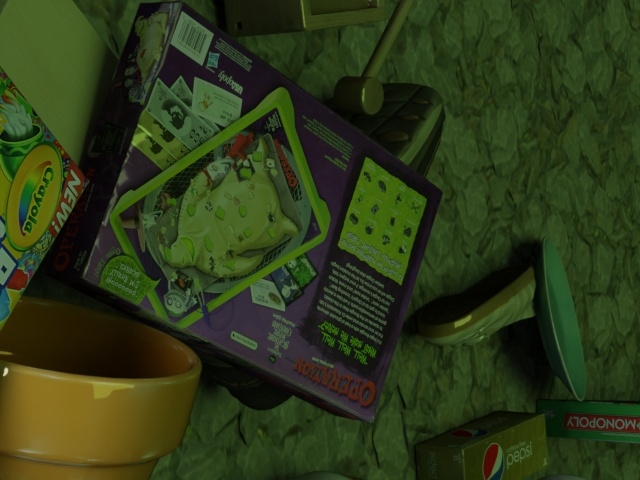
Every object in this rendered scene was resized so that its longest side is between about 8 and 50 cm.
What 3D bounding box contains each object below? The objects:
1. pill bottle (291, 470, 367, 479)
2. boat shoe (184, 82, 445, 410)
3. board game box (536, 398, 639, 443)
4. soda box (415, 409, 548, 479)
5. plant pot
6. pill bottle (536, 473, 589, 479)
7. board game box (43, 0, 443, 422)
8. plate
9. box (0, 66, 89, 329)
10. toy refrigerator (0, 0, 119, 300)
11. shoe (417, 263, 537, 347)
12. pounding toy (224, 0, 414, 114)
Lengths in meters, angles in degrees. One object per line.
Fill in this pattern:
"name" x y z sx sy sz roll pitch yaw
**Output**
"pill bottle" 0.027 0.269 1.478 0.215 0.117 0.117 25 70 -53
"boat shoe" 0.000 0.000 1.453 0.355 0.132 0.130 -50 140 -31
"board game box" 0.421 0.213 1.963 0.317 0.213 0.046 8 83 -54
"soda box" 0.171 0.224 1.737 0.181 0.058 0.061 -12 99 -55
"plant pot" -0.197 0.150 1.105 0.205 0.205 0.188 1 104 -55
"pill bottle" 0.245 0.365 1.792 0.208 0.119 0.119 -58 134 -37
"board game box" -0.042 -0.010 1.255 0.347 0.056 0.208 33 67 -47
"plate" 0.263 0.089 1.862 0.188 0.024 0.188 -13 90 -74
"box" -0.324 -0.017 0.922 0.279 0.177 0.290 56 47 -40
"toy refrigerator" -0.185 -0.072 1.198 0.269 0.094 0.102 53 45 -43
"shoe" 0.170 0.077 1.721 0.219 0.076 0.058 -24 104 -55
"pounding toy" -0.001 -0.210 1.456 0.181 0.094 0.206 -18 105 -53
